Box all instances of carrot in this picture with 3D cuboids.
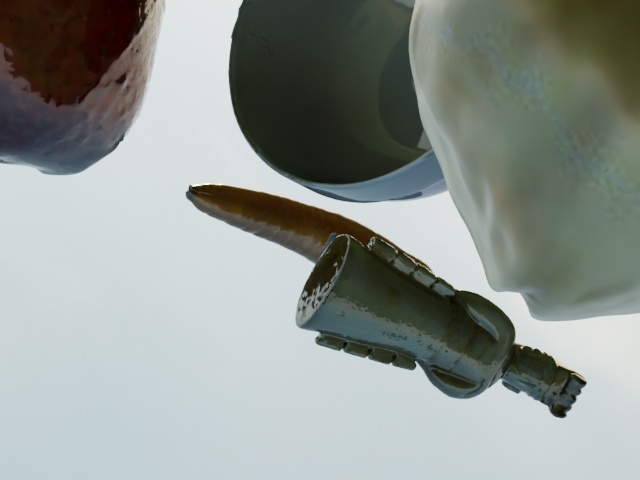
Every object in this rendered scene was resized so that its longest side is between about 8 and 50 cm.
[{"bbox_3d":[-0.001,0.000,1.638,0.271,0.066,0.062,30,168,-21],"label":"carrot"}]

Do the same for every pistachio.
[{"bbox_3d":[0.150,-0.079,0.820,0.229,0.238,0.321,33,-162,-3],"label":"pistachio"}]

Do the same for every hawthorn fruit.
[{"bbox_3d":[-0.256,-0.220,1.632,0.265,0.307,0.265,30,-164,-9],"label":"hawthorn fruit"}]

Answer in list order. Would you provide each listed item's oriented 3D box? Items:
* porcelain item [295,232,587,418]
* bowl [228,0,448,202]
[{"bbox_3d":[0.091,0.066,1.308,0.213,0.084,0.054,24,-160,-20],"label":"porcelain item"},{"bbox_3d":[0.076,-0.155,1.559,0.144,0.287,0.287,29,-153,-52],"label":"bowl"}]
